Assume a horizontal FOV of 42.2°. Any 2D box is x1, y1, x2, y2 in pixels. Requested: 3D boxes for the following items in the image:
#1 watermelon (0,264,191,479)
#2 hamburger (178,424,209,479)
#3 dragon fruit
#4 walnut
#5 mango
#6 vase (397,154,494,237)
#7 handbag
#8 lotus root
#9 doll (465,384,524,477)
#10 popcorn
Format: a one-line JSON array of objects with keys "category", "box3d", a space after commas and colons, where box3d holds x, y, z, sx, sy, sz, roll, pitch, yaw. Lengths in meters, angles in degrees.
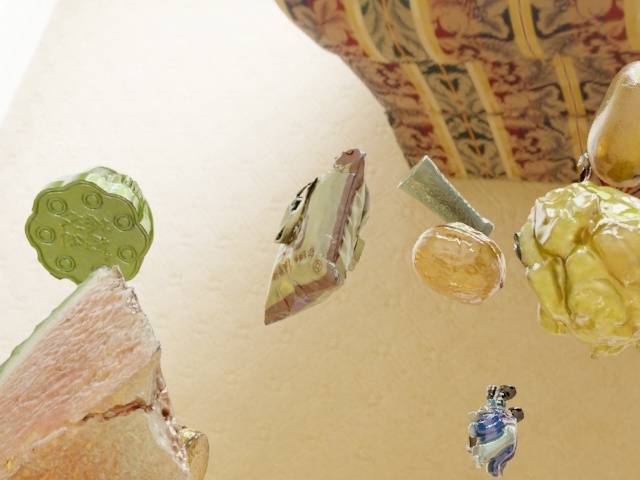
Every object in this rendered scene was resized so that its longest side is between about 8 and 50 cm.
[{"category": "watermelon", "box3d": [-0.226, 0.165, 0.784, 0.231, 0.193, 0.310, 3, 30, 20]}, {"category": "hamburger", "box3d": [-0.317, 0.483, 1.738, 0.118, 0.182, 0.191, 10, 100, 21]}, {"category": "dragon fruit", "box3d": [0.597, -0.112, 1.661, 0.188, 0.182, 0.182, 20, 70, -8]}, {"category": "walnut", "box3d": [0.252, 0.041, 1.523, 0.180, 0.144, 0.144, 35, 81, 21]}, {"category": "mango", "box3d": [0.460, -0.181, 1.233, 0.099, 0.136, 0.228, 20, 59, 2]}, {"category": "vase", "box3d": [0.279, -0.078, 1.809, 0.219, 0.096, 0.096, 43, 85, -2]}, {"category": "handbag", "box3d": [0.000, 0.000, 1.232, 0.127, 0.213, 0.235, 28, 60, -13]}, {"category": "lotus root", "box3d": [-0.326, -0.043, 1.237, 0.186, 0.186, 0.186, -10, 61, 18]}, {"category": "doll", "box3d": [0.236, 0.262, 1.132, 0.070, 0.195, 0.096, -23, 93, 29]}, {"category": "popcorn", "box3d": [0.383, 0.037, 1.127, 0.215, 0.252, 0.286, -18, 15, 20]}]
